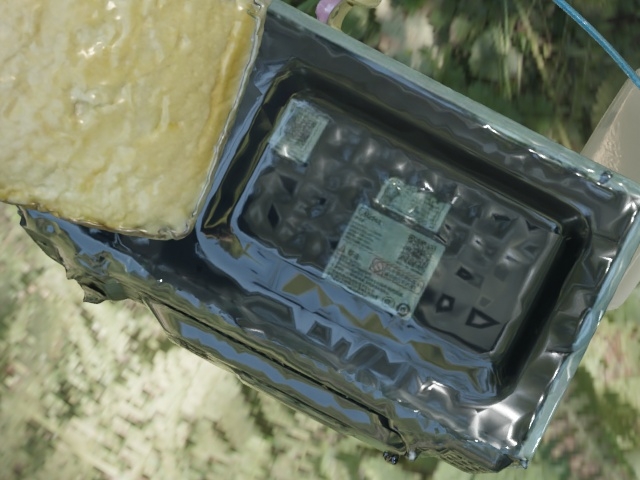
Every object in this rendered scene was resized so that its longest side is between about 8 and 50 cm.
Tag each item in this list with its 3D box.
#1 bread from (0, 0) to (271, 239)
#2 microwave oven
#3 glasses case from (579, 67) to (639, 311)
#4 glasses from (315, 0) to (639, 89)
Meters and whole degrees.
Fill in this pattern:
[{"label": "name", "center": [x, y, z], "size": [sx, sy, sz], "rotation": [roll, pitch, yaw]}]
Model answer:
[{"label": "bread", "center": [-0.092, -0.064, 0.621], "size": [0.125, 0.082, 0.106], "rotation": [12, 117, -18]}, {"label": "microwave oven", "center": [0.000, 0.000, 1.006], "size": [0.295, 0.237, 0.181], "rotation": [28, 84, 1]}, {"label": "glasses case", "center": [0.211, -0.033, 1.249], "size": [0.050, 0.083, 0.196], "rotation": [3, 135, -29]}, {"label": "glasses", "center": [0.093, -0.098, 1.173], "size": [0.220, 0.088, 0.190], "rotation": [30, 105, -6]}]
